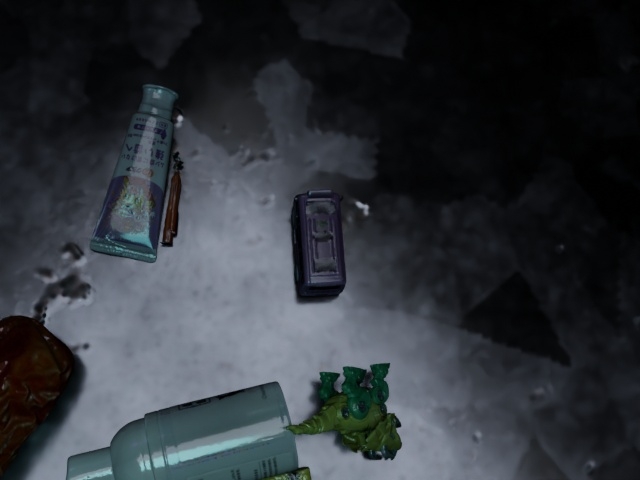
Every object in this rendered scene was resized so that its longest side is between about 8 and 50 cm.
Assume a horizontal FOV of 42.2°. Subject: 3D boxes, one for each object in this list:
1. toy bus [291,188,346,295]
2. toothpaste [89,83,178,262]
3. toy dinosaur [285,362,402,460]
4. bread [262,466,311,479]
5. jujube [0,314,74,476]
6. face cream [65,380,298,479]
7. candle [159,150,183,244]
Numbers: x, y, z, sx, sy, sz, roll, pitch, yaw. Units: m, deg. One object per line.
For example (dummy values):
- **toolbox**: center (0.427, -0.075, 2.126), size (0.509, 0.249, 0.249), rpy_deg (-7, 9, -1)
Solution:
- **toy bus**: center (0.000, 0.000, 1.421), size (0.086, 0.098, 0.178), rpy_deg (-3, 75, -8)
- **toothpaste**: center (-0.310, -0.118, 1.433), size (0.114, 0.073, 0.299), rpy_deg (13, 81, -10)
- **toy dinosaur**: center (0.040, 0.269, 1.321), size (0.259, 0.094, 0.153), rpy_deg (16, 61, -42)
- **bread**: center (-0.042, 0.479, 1.314), size (0.088, 0.049, 0.226), rpy_deg (-7, 77, -9)
- **jujube**: center (-0.523, 0.260, 1.238), size (0.216, 0.216, 0.342), rpy_deg (42, 60, 5)
- **face cream**: center (-0.228, 0.328, 1.278), size (0.369, 0.145, 0.145), rpy_deg (-11, 77, -12)
- **candle**: center (-0.255, -0.074, 1.448), size (0.026, 0.021, 0.167), rpy_deg (2, 75, 9)
